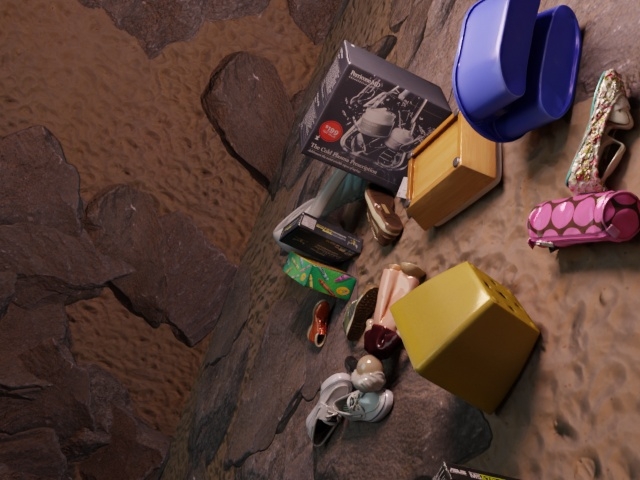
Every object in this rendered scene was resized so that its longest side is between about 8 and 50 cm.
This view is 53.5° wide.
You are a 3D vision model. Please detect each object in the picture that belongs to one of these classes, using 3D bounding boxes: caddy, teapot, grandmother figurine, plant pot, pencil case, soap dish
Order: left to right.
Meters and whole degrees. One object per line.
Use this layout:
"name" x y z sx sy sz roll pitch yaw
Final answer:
"teapot" -0.036 -0.026 2.344 0.252 0.187 0.256 -37 10 11
"grandmother figurine" 0.164 0.229 1.647 0.208 0.104 0.342 146 147 -73
"soap dish" 0.327 -0.187 1.602 0.291 0.118 0.229 -44 33 54
"plant pot" 0.295 0.173 1.246 0.187 0.212 0.212 -49 26 18
"caddy" 0.414 -0.382 1.376 0.179 0.241 0.341 -13 59 60
"pencil case" 0.463 -0.030 1.128 0.098 0.095 0.209 -39 8 -20

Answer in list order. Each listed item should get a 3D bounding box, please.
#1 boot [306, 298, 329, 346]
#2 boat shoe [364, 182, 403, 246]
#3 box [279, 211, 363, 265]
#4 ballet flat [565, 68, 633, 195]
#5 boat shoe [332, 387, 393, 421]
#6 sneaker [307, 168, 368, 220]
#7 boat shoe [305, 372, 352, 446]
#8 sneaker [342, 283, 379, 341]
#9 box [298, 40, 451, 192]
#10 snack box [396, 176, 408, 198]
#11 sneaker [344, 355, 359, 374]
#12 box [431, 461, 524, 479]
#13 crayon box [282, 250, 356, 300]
"boot" 0.004 0.278 2.127 0.084 0.059 0.158 -138 60 -66
"boat shoe" 0.175 -0.079 1.948 0.257 0.095 0.095 -99 28 -53
"box" 0.000 0.000 2.127 0.183 0.233 0.059 -32 36 60
"ballet flat" 0.525 -0.192 1.161 0.077 0.091 0.241 20 96 40
"boat shoe" 0.105 0.436 1.667 0.226 0.076 0.083 -43 33 52
"sneaker" 0.090 -0.165 2.138 0.366 0.150 0.135 -54 6 15
"boat shoe" 0.032 0.489 1.814 0.084 0.095 0.258 -105 28 -52
"sneaker" 0.113 0.198 1.884 0.192 0.064 0.086 -67 24 20
"box" 0.152 -0.363 1.897 0.312 0.343 0.179 -59 21 31
"snack box" 0.275 -0.146 1.845 0.064 0.022 0.178 -69 19 3
"sneaker" 0.121 0.351 1.750 0.089 0.051 0.170 -63 25 20
"box" 0.246 0.477 1.085 0.190 0.184 0.045 -65 19 19
"crayon box" -0.009 0.115 2.144 0.081 0.165 0.278 -70 20 2
